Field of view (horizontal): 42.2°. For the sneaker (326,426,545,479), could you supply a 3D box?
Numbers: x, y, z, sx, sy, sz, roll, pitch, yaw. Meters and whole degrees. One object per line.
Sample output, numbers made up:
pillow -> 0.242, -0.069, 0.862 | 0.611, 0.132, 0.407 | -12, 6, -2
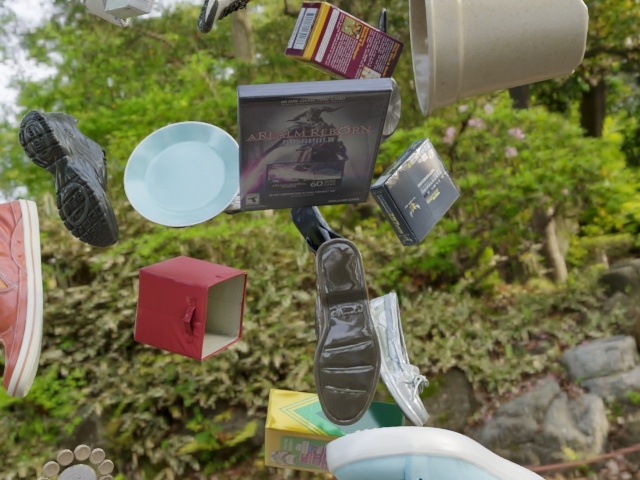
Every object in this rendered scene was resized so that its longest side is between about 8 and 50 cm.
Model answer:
sneaker -> 0.167, 0.341, 1.034 | 0.366, 0.150, 0.135 | 23, -45, -25

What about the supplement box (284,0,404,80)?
supplement box -> 0.044, -0.343, 1.487 | 0.188, 0.104, 0.081 | 18, 5, -35

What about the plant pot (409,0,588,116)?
plant pot -> 0.342, -0.423, 1.621 | 0.306, 0.333, 0.334 | -5, -6, 2

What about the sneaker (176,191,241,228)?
sneaker -> -0.203, -0.117, 1.808 | 0.283, 0.122, 0.110 | -16, 1, -27

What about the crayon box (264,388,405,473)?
crayon box -> 0.023, 0.477, 2.019 | 0.313, 0.106, 0.363 | 8, -29, 0

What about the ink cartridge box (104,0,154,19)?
ink cartridge box -> -0.310, -0.494, 1.427 | 0.045, 0.223, 0.224 | 18, 1, -29

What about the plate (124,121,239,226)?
plate -> -0.209, -0.100, 1.281 | 0.188, 0.188, 0.024 | -11, -27, -2

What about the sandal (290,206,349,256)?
sandal -> -0.001, 0.000, 2.067 | 0.054, 0.254, 0.097 | 2, -51, -54

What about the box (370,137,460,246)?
box -> 0.244, -0.125, 2.111 | 0.059, 0.183, 0.232 | -11, 27, 49

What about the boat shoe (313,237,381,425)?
boat shoe -> 0.045, 0.154, 1.392 | 0.111, 0.307, 0.104 | 1, -12, 1

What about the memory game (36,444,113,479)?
memory game -> -0.560, 0.555, 1.895 | 0.186, 0.186, 0.012 | -7, 16, -35

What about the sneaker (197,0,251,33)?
sneaker -> -0.235, -0.641, 2.182 | 0.108, 0.271, 0.100 | 34, -29, -11

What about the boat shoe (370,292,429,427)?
boat shoe -> 0.176, 0.263, 1.852 | 0.103, 0.320, 0.118 | -24, -34, 5

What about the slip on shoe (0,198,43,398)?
slip on shoe -> -0.468, 0.082, 1.236 | 0.101, 0.331, 0.123 | -1, -32, -23

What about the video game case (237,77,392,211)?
video game case -> -0.016, -0.125, 1.151 | 0.196, 0.026, 0.274 | -4, -27, -7

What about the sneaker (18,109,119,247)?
sneaker -> -0.444, -0.124, 1.561 | 0.109, 0.286, 0.130 | -26, 0, 30

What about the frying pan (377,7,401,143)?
frying pan -> 0.166, -0.386, 2.065 | 0.053, 0.326, 0.197 | 11, -15, 33

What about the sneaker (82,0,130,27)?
sneaker -> -0.359, -0.571, 1.645 | 0.330, 0.146, 0.122 | -49, 7, 35

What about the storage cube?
storage cube -> -0.309, 0.154, 1.974 | 0.193, 0.183, 0.215 | 13, 15, 23
